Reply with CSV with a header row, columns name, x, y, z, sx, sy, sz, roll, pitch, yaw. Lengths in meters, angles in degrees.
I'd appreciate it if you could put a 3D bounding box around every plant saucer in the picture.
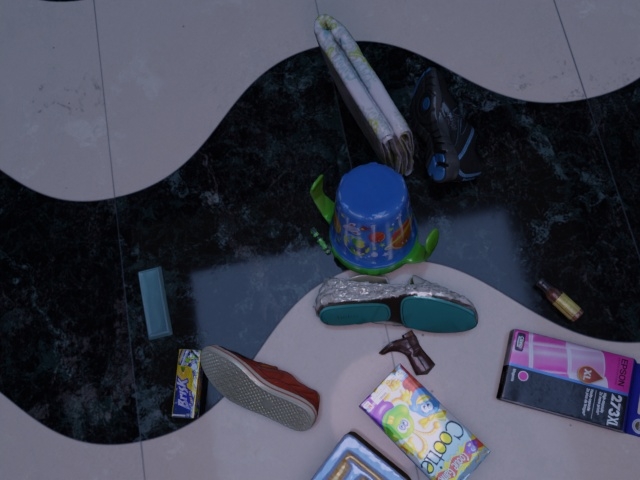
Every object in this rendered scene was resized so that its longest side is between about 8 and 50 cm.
name,x,y,z,sx,sy,sz,roll,pitch,yaw
plant saucer,-0.443,0.164,1.694,0.067,0.018,0.192,-14,75,2

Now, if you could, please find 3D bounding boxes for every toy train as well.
name,x,y,z,sx,sy,sz,roll,pitch,yaw
toy train,0.000,0.000,1.693,0.017,0.023,0.083,-35,75,-4

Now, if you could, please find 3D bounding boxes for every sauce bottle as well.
name,x,y,z,sx,sy,sz,roll,pitch,yaw
sauce bottle,0.596,0.146,1.591,0.042,0.042,0.128,-42,77,-6

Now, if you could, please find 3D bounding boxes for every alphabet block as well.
name,x,y,z,sx,sy,sz,roll,pitch,yaw
alphabet block,0.084,0.567,1.448,0.193,0.197,0.192,38,82,13

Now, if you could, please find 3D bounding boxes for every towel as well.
name,x,y,z,sx,sy,sz,roll,pitch,yaw
towel,0.121,-0.359,1.625,0.090,0.320,0.374,-30,75,3

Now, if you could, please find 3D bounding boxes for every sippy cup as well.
name,x,y,z,sx,sy,sz,roll,pitch,yaw
sippy cup,0.129,-0.065,1.570,0.306,0.224,0.240,-5,59,4

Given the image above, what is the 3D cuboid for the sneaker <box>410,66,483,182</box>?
name,x,y,z,sx,sy,sz,roll,pitch,yaw
sneaker,0.338,-0.306,1.714,0.140,0.125,0.340,1,70,-23

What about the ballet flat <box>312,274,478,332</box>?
name,x,y,z,sx,sy,sz,roll,pitch,yaw
ballet flat,0.187,0.140,1.591,0.409,0.147,0.146,3,76,5

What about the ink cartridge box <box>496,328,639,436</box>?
name,x,y,z,sx,sy,sz,roll,pitch,yaw
ink cartridge box,0.627,0.344,1.529,0.371,0.069,0.175,14,77,6

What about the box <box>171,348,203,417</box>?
name,x,y,z,sx,sy,sz,roll,pitch,yaw
box,-0.333,0.363,1.613,0.059,0.054,0.168,2,75,5

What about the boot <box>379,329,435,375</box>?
name,x,y,z,sx,sy,sz,roll,pitch,yaw
boot,0.217,0.297,1.592,0.106,0.037,0.114,-31,79,-1

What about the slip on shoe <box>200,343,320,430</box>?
name,x,y,z,sx,sy,sz,roll,pitch,yaw
slip on shoe,-0.150,0.353,1.578,0.331,0.101,0.123,25,119,10

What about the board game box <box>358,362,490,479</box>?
name,x,y,z,sx,sy,sz,roll,pitch,yaw
board game box,0.237,0.439,1.494,0.142,0.144,0.275,-45,77,-7
